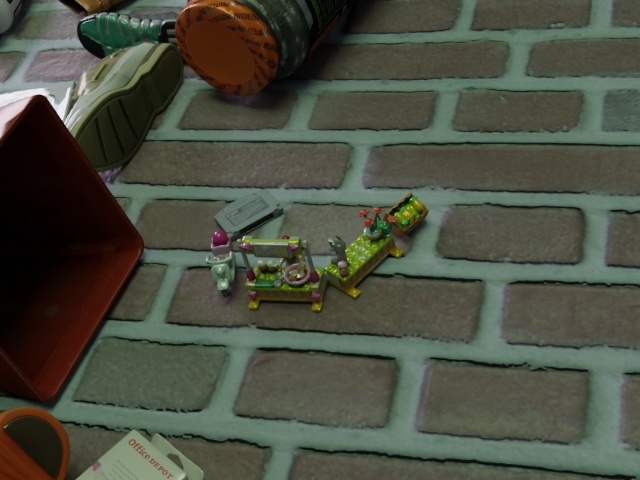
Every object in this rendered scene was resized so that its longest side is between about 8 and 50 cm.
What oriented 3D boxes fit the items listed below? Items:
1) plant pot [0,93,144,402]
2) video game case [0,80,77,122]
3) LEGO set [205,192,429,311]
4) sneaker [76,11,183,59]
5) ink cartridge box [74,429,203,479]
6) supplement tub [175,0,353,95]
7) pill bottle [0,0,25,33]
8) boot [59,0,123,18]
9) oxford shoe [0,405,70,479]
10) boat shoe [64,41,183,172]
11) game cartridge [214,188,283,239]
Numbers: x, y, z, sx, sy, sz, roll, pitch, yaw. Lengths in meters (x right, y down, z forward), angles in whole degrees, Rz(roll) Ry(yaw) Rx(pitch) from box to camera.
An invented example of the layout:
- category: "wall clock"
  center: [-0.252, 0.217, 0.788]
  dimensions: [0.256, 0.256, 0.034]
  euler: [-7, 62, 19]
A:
- category: "plant pot"
  center: [-0.424, 0.012, 1.244]
  dimensions: [0.236, 0.267, 0.267]
  euler: [-2, 45, 29]
- category: "video game case"
  center: [-0.467, -0.191, 1.608]
  dimensions: [0.143, 0.019, 0.157]
  euler: [-9, 45, 6]
- category: "LEGO set"
  center: [0.000, 0.000, 1.237]
  dimensions: [0.287, 0.107, 0.132]
  euler: [-15, 45, -1]
- category: "sneaker"
  center: [-0.290, -0.344, 1.691]
  dimensions: [0.224, 0.083, 0.098]
  euler: [8, 28, 16]
- category: "ink cartridge box"
  center: [-0.190, 0.273, 1.029]
  dimensions: [0.143, 0.089, 0.092]
  euler: [-40, 50, -25]
- category: "supplement tub"
  center: [-0.066, -0.388, 1.567]
  dimensions: [0.207, 0.207, 0.338]
  euler: [15, 51, 27]
- category: "pill bottle"
  center: [-0.590, -0.430, 1.822]
  dimensions: [0.094, 0.094, 0.169]
  euler: [-2, 45, 12]
- category: "boot"
  center: [-0.420, -0.479, 1.846]
  dimensions: [0.197, 0.073, 0.152]
  euler: [29, 63, 38]
- category: "oxford shoe"
  center: [-0.387, 0.337, 1.024]
  dimensions: [0.133, 0.130, 0.363]
  euler: [-12, 40, 52]
- category: "boat shoe"
  center: [-0.318, -0.199, 1.523]
  dimensions: [0.103, 0.113, 0.302]
  euler: [7, 38, 22]
- category: "game cartridge"
  center: [-0.098, -0.037, 1.364]
  dimensions: [0.083, 0.017, 0.056]
  euler: [-29, 50, -14]
